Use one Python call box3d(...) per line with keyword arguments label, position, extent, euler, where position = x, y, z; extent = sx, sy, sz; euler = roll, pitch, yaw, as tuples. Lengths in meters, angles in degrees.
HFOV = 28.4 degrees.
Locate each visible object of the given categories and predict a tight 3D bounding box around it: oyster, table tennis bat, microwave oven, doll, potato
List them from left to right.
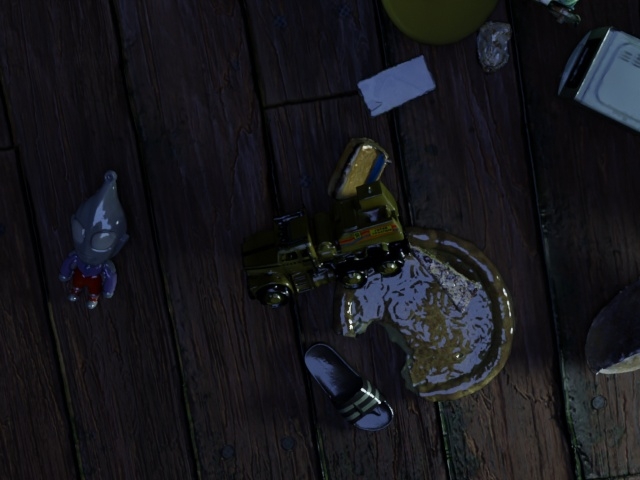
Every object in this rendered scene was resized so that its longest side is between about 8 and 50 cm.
box3d(label="doll", position=(-0.350, -0.004, 1.981), extent=(0.102, 0.075, 0.227), euler=(22, 111, 9))
box3d(label="table tennis bat", position=(0.200, -0.468, 1.856), extent=(0.224, 0.054, 0.368), euler=(12, 99, -31))
box3d(label="oyster", position=(0.263, -0.294, 1.933), extent=(0.054, 0.019, 0.083), euler=(8, 96, 0))
box3d(label="microwave oven", position=(0.442, -0.231, 1.836), extent=(0.162, 0.208, 0.122), euler=(25, 98, -1))
box3d(label="potato", position=(0.535, 0.120, 1.956), extent=(0.261, 0.100, 0.120), euler=(-27, 57, 20))

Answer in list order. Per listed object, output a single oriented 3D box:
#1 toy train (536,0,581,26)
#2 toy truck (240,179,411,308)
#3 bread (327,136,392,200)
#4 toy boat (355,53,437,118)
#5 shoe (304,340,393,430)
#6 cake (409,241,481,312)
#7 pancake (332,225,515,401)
box3d(label="toy train", position=(0.334, -0.367, 1.833), extent=(0.125, 0.194, 0.080), euler=(27, 102, 5))
box3d(label="toy truck", position=(0.000, 0.003, 1.909), extent=(0.257, 0.127, 0.127), euler=(-18, 140, 12))
box3d(label="bread", position=(0.056, -0.108, 1.955), extent=(0.072, 0.053, 0.106), euler=(22, 102, -24))
box3d(label="toy boat", position=(0.117, -0.238, 1.950), extent=(0.115, 0.016, 0.063), euler=(-23, 96, 5))
box3d(label="shoe", position=(0.041, 0.239, 2.004), extent=(0.071, 0.049, 0.179), euler=(-41, 94, 8))
box3d(label="cake", position=(0.188, 0.044, 1.936), extent=(0.055, 0.051, 0.140), euler=(-41, 95, 6))
box3d(label="pancake", position=(0.160, 0.118, 1.990), extent=(0.286, 0.033, 0.288), euler=(-10, 97, 4))
